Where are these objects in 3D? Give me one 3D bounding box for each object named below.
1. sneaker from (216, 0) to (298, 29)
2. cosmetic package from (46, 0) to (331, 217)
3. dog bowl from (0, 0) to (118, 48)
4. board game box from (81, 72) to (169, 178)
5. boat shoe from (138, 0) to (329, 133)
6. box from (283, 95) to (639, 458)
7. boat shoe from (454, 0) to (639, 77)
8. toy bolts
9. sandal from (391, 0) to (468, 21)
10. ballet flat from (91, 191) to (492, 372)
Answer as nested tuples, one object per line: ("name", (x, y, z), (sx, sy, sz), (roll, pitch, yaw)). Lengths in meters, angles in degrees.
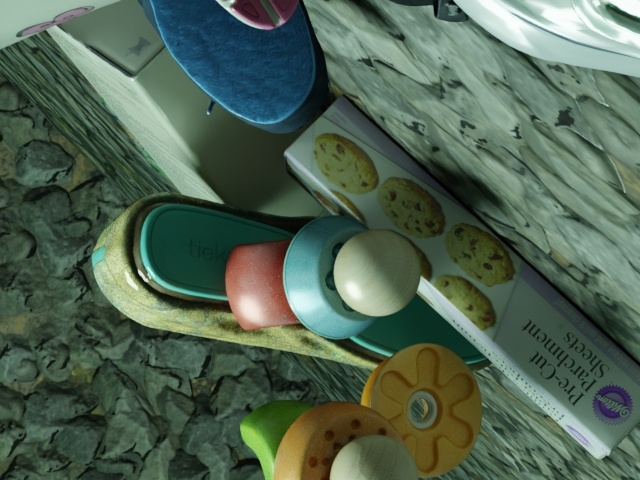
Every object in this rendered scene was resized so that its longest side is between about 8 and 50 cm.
("sneaker", (-0.074, -0.193, 1.076), (0.170, 0.063, 0.075), (50, 171, -7))
("cosmetic package", (-0.087, -0.108, 1.483), (0.160, 0.113, 0.309), (37, 169, 37))
("dog bowl", (-0.275, -0.260, 1.024), (0.408, 0.150, 0.408), (51, -168, -15))
("board game box", (-0.115, -0.068, 2.062), (0.317, 0.046, 0.213), (39, 172, 29))
("boat shoe", (-0.066, -0.167, 1.209), (0.258, 0.109, 0.089), (58, -173, 27))
("box", (0.109, 0.026, 1.372), (0.324, 0.067, 0.063), (44, 171, 9))
("boat shoe", (0.131, -0.096, 0.603), (0.258, 0.095, 0.084), (26, 159, 33))
("toy bolts", (0.048, 0.089, 1.331), (0.158, 0.218, 0.229), (-8, 95, 59))
("sandal", (0.048, -0.135, 0.881), (0.097, 0.054, 0.254), (46, 172, -11))
("ballet flat", (-0.019, 0.039, 1.460), (0.348, 0.123, 0.123), (13, -171, -29))
